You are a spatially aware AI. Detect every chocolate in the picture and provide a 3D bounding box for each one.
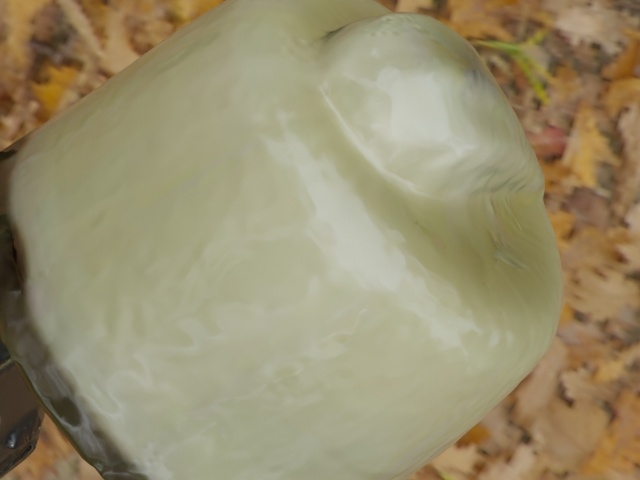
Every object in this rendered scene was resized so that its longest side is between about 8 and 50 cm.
[{"bbox_3d":[0.000,0.000,1.174,0.297,0.326,0.314,-35,91,16],"label":"chocolate"}]

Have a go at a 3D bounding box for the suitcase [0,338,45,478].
[{"bbox_3d":[-0.415,0.143,1.616,0.434,0.283,0.194,-40,149,-55],"label":"suitcase"}]
